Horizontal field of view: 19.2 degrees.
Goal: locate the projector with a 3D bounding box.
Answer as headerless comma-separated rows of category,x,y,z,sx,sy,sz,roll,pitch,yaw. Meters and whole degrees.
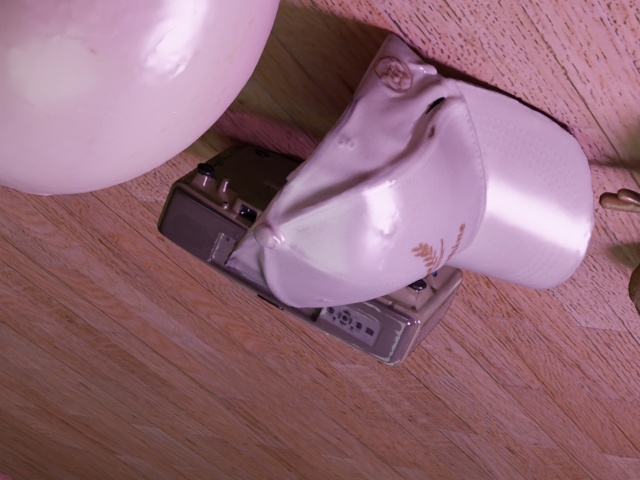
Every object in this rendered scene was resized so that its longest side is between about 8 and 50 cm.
projector,0.000,0.000,1.807,0.269,0.088,0.193,29,-154,11

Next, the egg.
egg,-0.165,-0.180,1.259,0.283,0.283,0.345,24,152,-21

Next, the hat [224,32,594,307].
hat,0.083,-0.007,1.603,0.301,0.168,0.258,19,139,-17

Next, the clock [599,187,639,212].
clock,0.383,-0.010,1.569,0.235,0.096,0.308,30,158,-37

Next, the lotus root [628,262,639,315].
lotus root,0.377,0.054,1.781,0.183,0.077,0.090,5,158,35
